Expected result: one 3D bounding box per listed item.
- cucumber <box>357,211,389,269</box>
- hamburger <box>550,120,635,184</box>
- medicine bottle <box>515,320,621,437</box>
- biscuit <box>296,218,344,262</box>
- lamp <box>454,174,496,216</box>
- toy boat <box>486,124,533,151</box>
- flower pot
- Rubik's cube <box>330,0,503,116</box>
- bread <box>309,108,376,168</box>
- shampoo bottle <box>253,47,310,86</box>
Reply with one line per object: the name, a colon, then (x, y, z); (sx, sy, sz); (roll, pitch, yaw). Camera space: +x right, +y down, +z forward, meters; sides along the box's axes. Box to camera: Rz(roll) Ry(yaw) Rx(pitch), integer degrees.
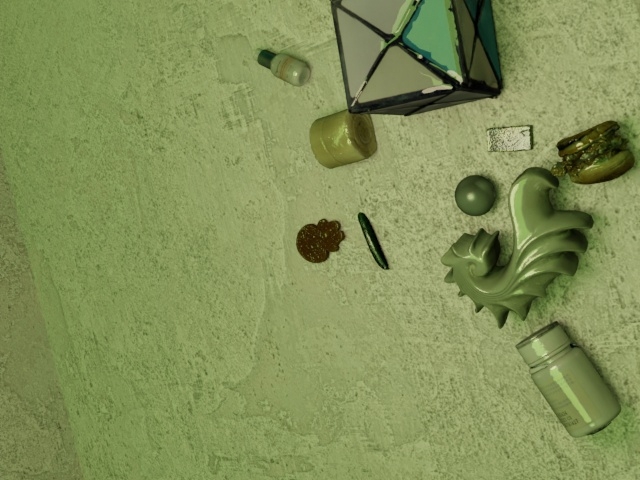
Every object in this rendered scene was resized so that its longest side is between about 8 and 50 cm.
cucumber: (0.147, 0.003, 2.062); (0.033, 0.036, 0.184); (-28, 82, 45)
hamburger: (0.612, -0.186, 1.636); (0.185, 0.159, 0.131); (-21, 90, 16)
medicine bottle: (0.598, 0.335, 1.757); (0.143, 0.143, 0.258); (-38, 78, 33)
biscuit: (0.000, 0.000, 2.167); (0.175, 0.026, 0.124); (-26, 86, 35)
lamp: (0.393, -0.113, 1.832); (0.105, 0.105, 0.105); (7, 103, 33)
toy boat: (0.472, -0.253, 1.802); (0.115, 0.016, 0.063); (2, 101, 35)
flower pot: (0.481, 0.024, 1.745); (0.254, 0.164, 0.367); (44, 120, 6)
Rubik's cube: (0.239, -0.475, 1.738); (0.310, 0.307, 0.305); (-6, 94, 33)
bread: (0.062, -0.283, 2.004); (0.141, 0.134, 0.148); (-12, 106, 36)
shampoo bottle: (-0.120, -0.515, 2.116); (0.192, 0.074, 0.074); (32, 115, 26)
